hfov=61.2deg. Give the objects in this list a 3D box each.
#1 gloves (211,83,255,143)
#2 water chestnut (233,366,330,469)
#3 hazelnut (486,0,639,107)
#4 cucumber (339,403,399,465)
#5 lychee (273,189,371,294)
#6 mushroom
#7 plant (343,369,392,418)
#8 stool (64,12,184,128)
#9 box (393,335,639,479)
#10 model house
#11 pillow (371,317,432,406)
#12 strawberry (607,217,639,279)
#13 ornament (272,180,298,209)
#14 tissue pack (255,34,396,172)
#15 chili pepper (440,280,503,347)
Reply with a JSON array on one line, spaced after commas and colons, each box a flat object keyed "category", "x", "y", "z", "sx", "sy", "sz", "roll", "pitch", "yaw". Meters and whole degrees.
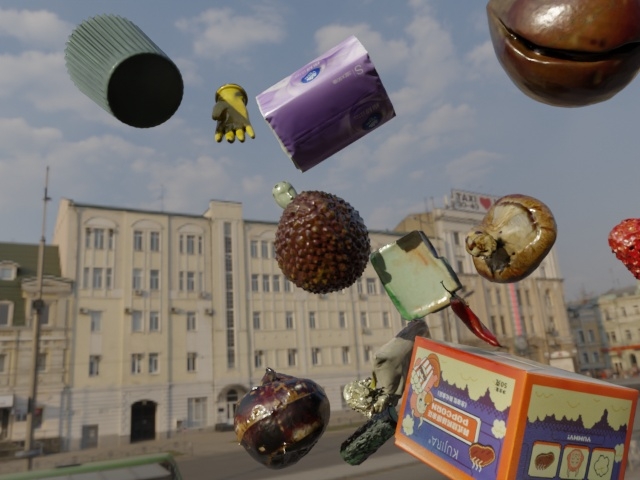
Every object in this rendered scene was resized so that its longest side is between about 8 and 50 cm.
[{"category": "gloves", "x": -0.298, "y": -0.417, "z": 1.857, "sx": 0.133, "sy": 0.294, "sz": 0.116, "roll": -9, "pitch": -46, "yaw": -3}, {"category": "water chestnut", "x": -0.114, "y": 0.487, "z": 1.540, "sx": 0.300, "sy": 0.299, "sz": 0.300, "roll": -4, "pitch": -15, "yaw": -1}, {"category": "hazelnut", "x": 0.637, "y": -0.534, "z": 1.383, "sx": 0.403, "sy": 0.429, "sz": 0.402, "roll": 8, "pitch": -33, "yaw": 5}, {"category": "cucumber", "x": 0.127, "y": 0.507, "z": 1.421, "sx": 0.062, "sy": 0.078, "sz": 0.211, "roll": 17, "pitch": -54, "yaw": -23}, {"category": "lychee", "x": 0.000, "y": 0.000, "z": 1.255, "sx": 0.236, "sy": 0.235, "sz": 0.271, "roll": -6, "pitch": -40, "yaw": 6}, {"category": "mushroom", "x": 0.529, "y": -0.020, "z": 1.537, "sx": 0.267, "sy": 0.267, "sz": 0.254, "roll": -14, "pitch": -44, "yaw": 32}, {"category": "plant", "x": 0.120, "y": 0.359, "z": 1.305, "sx": 0.117, "sy": 0.121, "sz": 0.104, "roll": 1, "pitch": 24, "yaw": -45}, {"category": "stool", "x": -0.622, "y": -0.534, "z": 1.742, "sx": 0.297, "sy": 0.330, "sz": 0.297, "roll": -26, "pitch": -43, "yaw": -27}, {"category": "box", "x": 0.394, "y": 0.376, "z": 1.138, "sx": 0.319, "sy": 0.256, "sz": 0.349, "roll": 13, "pitch": -4, "yaw": -26}, {"category": "model house", "x": 0.373, "y": 0.132, "z": 2.057, "sx": 0.245, "sy": 0.312, "sz": 0.280, "roll": -32, "pitch": -10, "yaw": 11}, {"category": "pillow", "x": 0.234, "y": 0.327, "z": 1.482, "sx": 0.067, "sy": 0.173, "sz": 0.270, "roll": -1, "pitch": 19, "yaw": 40}, {"category": "strawberry", "x": 0.800, "y": 0.027, "z": 1.248, "sx": 0.237, "sy": 0.190, "sz": 0.111, "roll": 22, "pitch": 5, "yaw": 7}, {"category": "ornament", "x": -0.090, "y": -0.112, "z": 1.674, "sx": 0.075, "sy": 0.156, "sz": 0.081, "roll": -30, "pitch": 2, "yaw": -16}, {"category": "tissue pack", "x": 0.016, "y": -0.377, "z": 1.542, "sx": 0.338, "sy": 0.160, "sz": 0.242, "roll": -31, "pitch": -50, "yaw": 8}, {"category": "chili pepper", "x": 0.428, "y": 0.220, "z": 1.551, "sx": 0.050, "sy": 0.268, "sz": 0.059, "roll": -41, "pitch": 8, "yaw": 2}]
